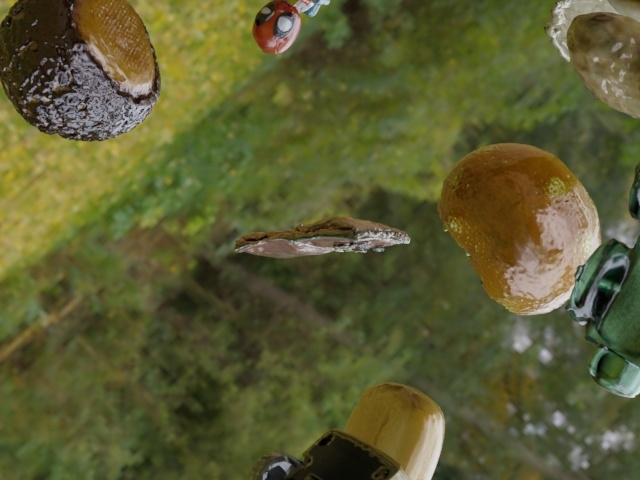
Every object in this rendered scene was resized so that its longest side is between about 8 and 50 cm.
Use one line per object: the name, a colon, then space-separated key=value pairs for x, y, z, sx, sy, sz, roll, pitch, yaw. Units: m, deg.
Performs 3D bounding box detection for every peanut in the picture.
peanut: x=0.322 y=-0.147 z=1.437 sx=0.085 sy=0.228 sz=0.104 roll=-50 pitch=144 yaw=-14

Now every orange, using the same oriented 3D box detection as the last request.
orange: x=0.274 y=-0.020 z=2.033 sx=0.179 sy=0.237 sz=0.158 roll=-35 pitch=-170 yaw=-24

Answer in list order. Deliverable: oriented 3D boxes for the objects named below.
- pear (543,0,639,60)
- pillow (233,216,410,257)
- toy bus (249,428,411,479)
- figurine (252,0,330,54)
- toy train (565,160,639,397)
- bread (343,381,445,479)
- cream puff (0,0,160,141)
pear: x=0.429 y=-0.305 z=1.972 sx=0.267 sy=0.267 sz=0.178 roll=134 pitch=-20 yaw=-77
pillow: x=0.000 y=0.000 z=2.112 sx=0.232 sy=0.043 sz=0.126 roll=-8 pitch=168 yaw=40
toy bus: x=-0.042 y=0.377 z=1.571 sx=0.365 sy=0.202 sz=0.177 roll=-43 pitch=-155 yaw=-13
figurine: x=-0.043 y=-0.311 z=2.089 sx=0.140 sy=0.068 sz=0.075 roll=-52 pitch=165 yaw=15
toy train: x=0.380 y=0.027 z=1.563 sx=0.238 sy=0.167 sz=0.299 roll=15 pitch=107 yaw=-59
bread: x=0.075 y=0.280 z=1.866 sx=0.217 sy=0.098 sz=0.147 roll=-64 pitch=-156 yaw=-2
cream puff: x=-0.325 y=-0.238 z=2.053 sx=0.165 sy=0.239 sz=0.239 roll=-24 pitch=-172 yaw=24
